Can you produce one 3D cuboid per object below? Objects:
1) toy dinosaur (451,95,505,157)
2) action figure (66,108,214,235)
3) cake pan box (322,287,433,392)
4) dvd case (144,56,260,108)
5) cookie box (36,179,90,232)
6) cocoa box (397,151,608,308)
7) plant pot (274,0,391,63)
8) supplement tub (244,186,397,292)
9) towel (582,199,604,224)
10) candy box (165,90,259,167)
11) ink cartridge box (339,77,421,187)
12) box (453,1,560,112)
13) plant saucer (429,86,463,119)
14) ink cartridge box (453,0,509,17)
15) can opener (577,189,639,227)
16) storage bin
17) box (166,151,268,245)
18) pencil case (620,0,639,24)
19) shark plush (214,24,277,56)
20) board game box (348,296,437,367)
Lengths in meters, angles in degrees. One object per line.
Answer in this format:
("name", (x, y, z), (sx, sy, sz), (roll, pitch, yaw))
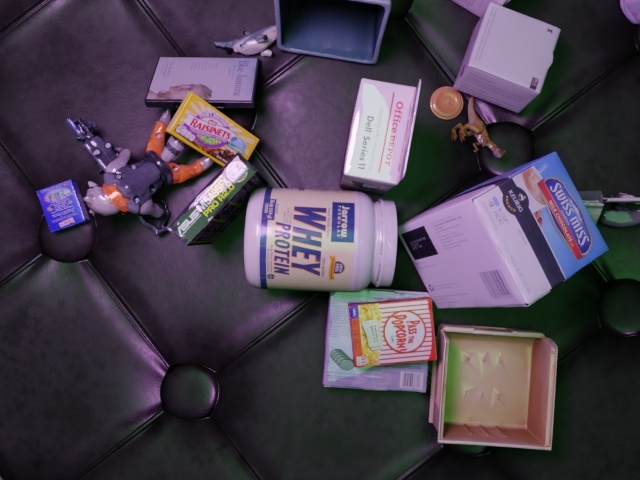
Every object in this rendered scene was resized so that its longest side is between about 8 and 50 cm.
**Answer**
("toy dinosaur", (0.383, -0.286, 1.333), (0.112, 0.064, 0.211), (-17, 78, -12))
("action figure", (-0.428, -0.196, 1.250), (0.341, 0.179, 0.330), (46, 71, -13))
("cake pan box", (0.144, 0.238, 1.318), (0.267, 0.070, 0.245), (3, 92, 0))
("dvd case", (-0.276, -0.380, 1.284), (0.253, 0.022, 0.180), (1, 51, -1))
("cookie box", (-0.632, -0.084, 1.323), (0.092, 0.040, 0.107), (-19, 90, -1))
("cocoa box", (0.369, -0.005, 1.160), (0.228, 0.347, 0.231), (-28, 90, -18))
("plant pot", (0.037, -0.597, 1.236), (0.248, 0.247, 0.252), (8, 79, 0))
("supplement tub", (0.000, 0.000, 1.231), (0.325, 0.235, 0.235), (2, 90, 0))
("towel", (0.608, -0.033, 1.308), (0.113, 0.023, 0.151), (4, 125, 0))
("candy box", (-0.245, -0.243, 1.244), (0.206, 0.027, 0.105), (30, 86, -40))
("ink cartridge box", (0.119, -0.219, 1.173), (0.119, 0.353, 0.207), (10, 90, -1))
("box", (0.440, -0.431, 1.278), (0.182, 0.119, 0.180), (21, 78, -1))
("plant saucer", (0.316, -0.344, 1.345), (0.084, 0.013, 0.083), (0, 91, -1))
("ink cartridge box", (0.334, -0.751, 1.271), (0.385, 0.160, 0.279), (32, 90, 0))
("can opener", (0.656, -0.075, 1.317), (0.284, 0.076, 0.095), (-2, 89, 1))
("storage bin", (0.409, 0.344, 1.291), (0.263, 0.123, 0.260), (4, 90, 0))
("box", (-0.221, -0.085, 1.213), (0.060, 0.270, 0.216), (44, 90, -1))
("pencil case", (0.813, -0.585, 1.224), (0.124, 0.273, 0.113), (-40, 97, 5))
("shark plush", (-0.179, -0.493, 1.337), (0.161, 0.073, 0.067), (-9, 70, 20))
("board game box", (0.168, 0.213, 1.262), (0.194, 0.045, 0.146), (-6, 90, -1))
